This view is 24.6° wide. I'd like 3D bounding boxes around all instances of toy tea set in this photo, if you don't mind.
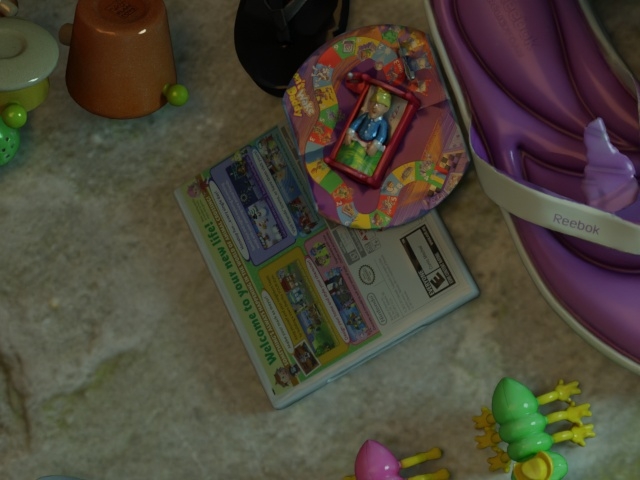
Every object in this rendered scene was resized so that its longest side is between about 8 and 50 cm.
[{"bbox_3d":[-0.254,-0.206,1.289,0.200,0.124,0.336,-14,51,-19],"label":"toy tea set"}]

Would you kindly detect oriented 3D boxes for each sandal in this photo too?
[{"bbox_3d":[0.187,-0.067,1.083,0.169,0.102,0.416,-37,69,13],"label":"sandal"},{"bbox_3d":[-0.011,-0.246,1.225,0.097,0.054,0.254,18,88,24],"label":"sandal"}]

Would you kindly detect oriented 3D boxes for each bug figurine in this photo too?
[{"bbox_3d":[0.120,0.225,1.074,0.279,0.072,0.216,-26,71,17],"label":"bug figurine"}]

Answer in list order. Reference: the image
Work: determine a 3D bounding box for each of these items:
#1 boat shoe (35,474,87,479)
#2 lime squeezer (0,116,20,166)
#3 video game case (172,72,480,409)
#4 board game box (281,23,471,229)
[{"bbox_3d":[-0.145,0.257,1.181,0.228,0.080,0.076,13,103,21],"label":"boat shoe"},{"bbox_3d":[-0.312,-0.126,1.341,0.110,0.059,0.310,-9,75,54],"label":"lime squeezer"},{"bbox_3d":[0.000,0.000,1.193,0.193,0.023,0.212,-31,71,14],"label":"video game case"},{"bbox_3d":[0.037,-0.093,1.159,0.133,0.033,0.168,-21,74,14],"label":"board game box"}]
